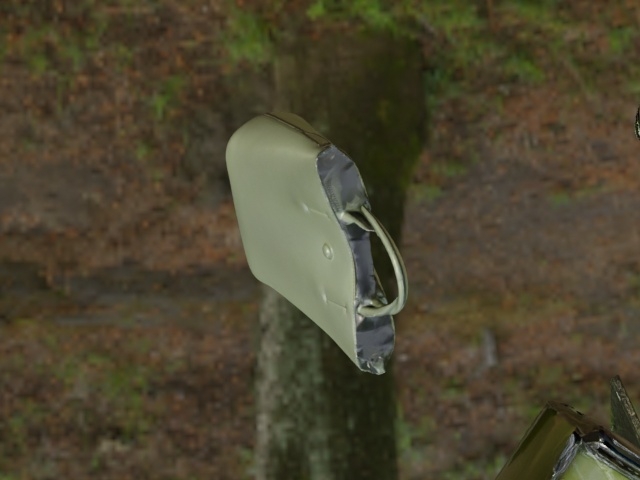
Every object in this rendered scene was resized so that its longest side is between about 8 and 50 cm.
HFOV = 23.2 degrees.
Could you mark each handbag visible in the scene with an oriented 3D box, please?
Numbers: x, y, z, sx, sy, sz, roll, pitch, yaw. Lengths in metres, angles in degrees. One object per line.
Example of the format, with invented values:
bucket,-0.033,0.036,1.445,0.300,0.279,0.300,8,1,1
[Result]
handbag,0.000,0.000,1.546,0.109,0.315,0.241,-18,113,-11

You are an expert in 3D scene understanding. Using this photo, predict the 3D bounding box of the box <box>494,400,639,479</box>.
box,0.196,0.348,0.803,0.420,0.373,0.138,33,-179,-2

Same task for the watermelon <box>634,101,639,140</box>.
watermelon,0.543,-0.129,2.016,0.269,0.269,0.269,-4,154,-2

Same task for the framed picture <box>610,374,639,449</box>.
framed picture,0.418,0.346,1.863,0.014,0.339,0.255,-21,155,2
